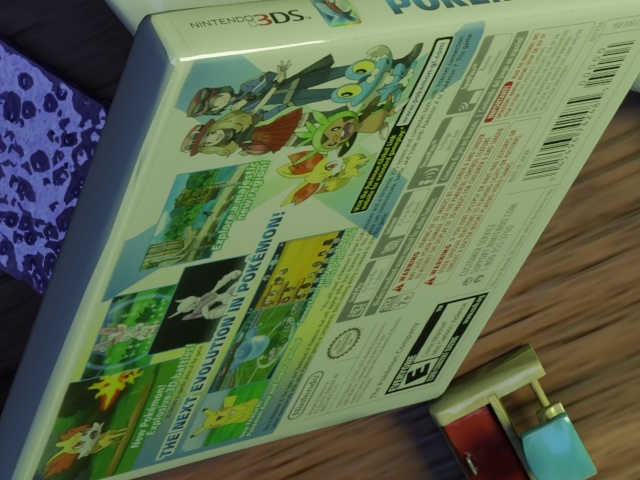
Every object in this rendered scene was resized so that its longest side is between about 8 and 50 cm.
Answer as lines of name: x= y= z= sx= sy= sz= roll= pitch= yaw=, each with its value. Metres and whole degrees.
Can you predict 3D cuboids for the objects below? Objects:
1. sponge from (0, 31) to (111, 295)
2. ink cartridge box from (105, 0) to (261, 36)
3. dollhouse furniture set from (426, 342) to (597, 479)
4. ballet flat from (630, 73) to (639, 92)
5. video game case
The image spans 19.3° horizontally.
sponge: x=-0.185 y=-0.052 z=1.094 sx=0.210 sy=0.031 sz=0.117 roll=33 pitch=101 yaw=-10
ink cartridge box: x=-0.008 y=-0.159 z=1.031 sx=0.198 sy=0.115 sz=0.273 roll=-37 pitch=104 yaw=7
dollhouse furniture set: x=0.118 y=0.186 z=1.120 sx=0.129 sy=0.129 sz=0.184 roll=-28 pitch=105 yaw=4
ballet flat: x=0.240 y=-0.096 z=1.019 sx=0.147 sy=0.147 sz=0.409 roll=-41 pitch=109 yaw=8
video game case: x=0.000 y=0.000 z=0.959 sx=0.300 sy=0.036 sz=0.329 roll=-11 pitch=144 yaw=-34
